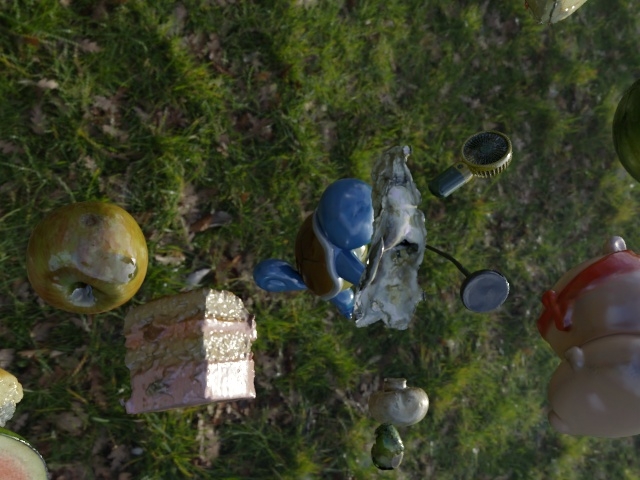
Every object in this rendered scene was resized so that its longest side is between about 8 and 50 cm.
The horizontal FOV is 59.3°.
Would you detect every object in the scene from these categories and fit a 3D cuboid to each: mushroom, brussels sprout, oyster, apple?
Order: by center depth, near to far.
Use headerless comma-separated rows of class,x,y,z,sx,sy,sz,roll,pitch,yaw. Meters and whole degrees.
oyster,0.078,0.005,0.626,0.106,0.061,0.199,34,70,-27
brussels sprout,0.098,0.305,0.824,0.046,0.051,0.083,-41,149,-28
apple,-0.538,0.029,1.309,0.264,0.264,0.264,17,69,-50
mushroom,0.213,0.443,1.543,0.166,0.166,0.127,-3,83,-53

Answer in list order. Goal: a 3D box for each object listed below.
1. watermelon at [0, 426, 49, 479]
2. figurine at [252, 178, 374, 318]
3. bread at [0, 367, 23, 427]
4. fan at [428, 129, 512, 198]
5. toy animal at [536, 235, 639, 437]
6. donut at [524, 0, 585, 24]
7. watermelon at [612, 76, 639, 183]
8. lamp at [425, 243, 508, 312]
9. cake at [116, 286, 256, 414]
watermelon,-0.503,0.282,0.708,0.303,0.128,0.159,15,96,-50
figurine,0.029,0.019,1.310,0.243,0.416,0.297,24,47,-22
bread,-0.700,0.292,1.035,0.224,0.211,0.183,16,46,-10
fan,0.247,-0.122,0.938,0.082,0.155,0.039,53,-4,40
toy animal,0.318,0.107,0.615,0.171,0.171,0.197,54,35,-31
donut,0.359,-0.387,0.792,0.068,0.174,0.175,51,35,13
watermelon,0.638,-0.195,0.973,0.242,0.242,0.242,17,69,-50
lamp,0.310,0.042,1.425,0.109,0.371,0.130,19,111,-38
cake,-0.363,0.323,1.615,0.293,0.314,0.306,26,52,-56
